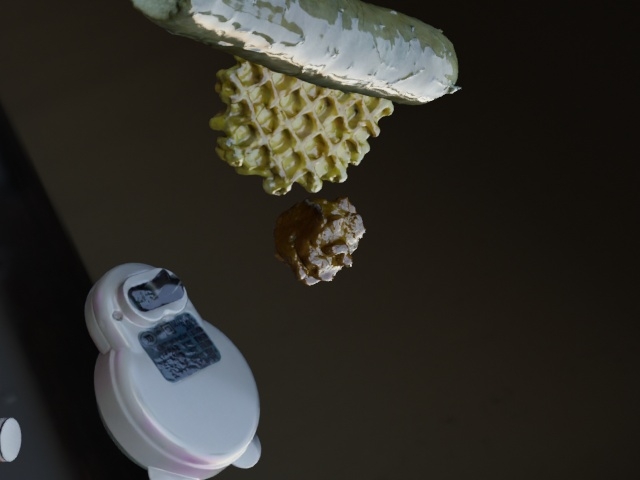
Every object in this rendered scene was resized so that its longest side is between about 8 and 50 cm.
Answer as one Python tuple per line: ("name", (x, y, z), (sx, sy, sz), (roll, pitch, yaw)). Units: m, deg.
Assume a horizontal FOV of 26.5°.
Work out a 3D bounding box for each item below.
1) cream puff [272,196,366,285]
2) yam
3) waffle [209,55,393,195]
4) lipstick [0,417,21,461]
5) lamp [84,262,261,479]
("cream puff", (0.000, 0.000, 1.695), (0.116, 0.122, 0.094), (5, -18, 39))
("yam", (-0.009, -0.155, 0.993), (0.371, 0.083, 0.083), (7, 49, -57))
("waffle", (-0.018, -0.177, 1.705), (0.056, 0.253, 0.249), (37, -53, 51))
("lipstick", (-0.327, 0.173, 1.183), (0.038, 0.131, 0.038), (-2, 90, -74))
("lamp", (-0.163, 0.142, 1.396), (0.179, 0.108, 0.246), (-19, 79, -56))
